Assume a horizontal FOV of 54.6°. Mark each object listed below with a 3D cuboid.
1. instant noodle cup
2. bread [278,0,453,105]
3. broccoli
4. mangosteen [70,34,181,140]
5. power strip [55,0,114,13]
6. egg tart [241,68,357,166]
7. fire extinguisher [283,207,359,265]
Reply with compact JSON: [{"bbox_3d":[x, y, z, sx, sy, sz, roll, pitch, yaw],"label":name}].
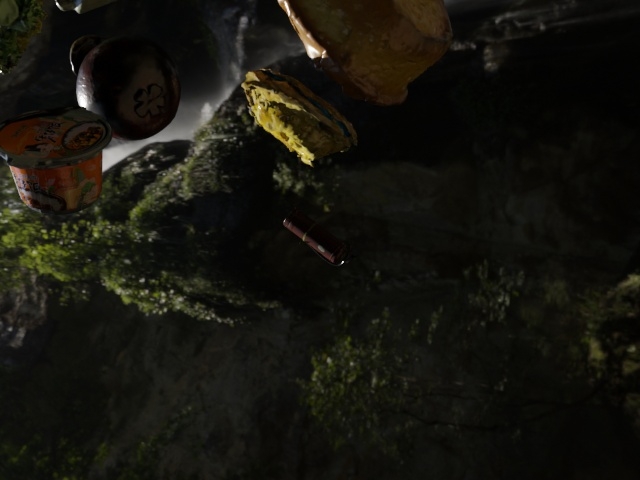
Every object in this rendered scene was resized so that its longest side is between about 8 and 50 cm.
[{"bbox_3d":[-0.430,-0.122,1.014,0.208,0.178,0.125,-56,-20,-51],"label":"instant noodle cup"},{"bbox_3d":[0.094,-0.465,1.246,0.398,0.215,0.398,29,-135,-34],"label":"bread"},{"bbox_3d":[-0.535,-0.377,1.004,0.194,0.194,0.219,-33,-48,-46],"label":"broccoli"},{"bbox_3d":[-0.365,-0.289,1.173,0.210,0.210,0.209,-9,-79,-52],"label":"mangosteen"},{"bbox_3d":[-0.180,-0.338,0.706,0.286,0.048,0.080,-36,-77,-34],"label":"power strip"},{"bbox_3d":[-0.051,-0.239,1.274,0.291,0.291,0.107,34,-92,-49],"label":"egg tart"},{"bbox_3d":[0.000,0.000,1.014,0.039,0.132,0.056,-41,-15,-51],"label":"fire extinguisher"}]
